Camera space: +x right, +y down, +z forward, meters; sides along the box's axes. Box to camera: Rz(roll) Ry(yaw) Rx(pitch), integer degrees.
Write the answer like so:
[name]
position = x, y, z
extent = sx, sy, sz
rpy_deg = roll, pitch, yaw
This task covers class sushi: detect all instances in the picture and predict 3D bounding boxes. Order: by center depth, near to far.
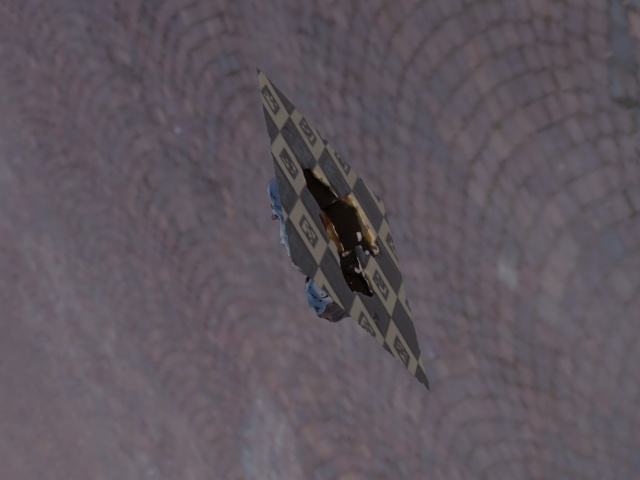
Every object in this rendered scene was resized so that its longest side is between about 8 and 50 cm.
[sushi]
position = 0.000, 0.000, 1.340
extent = 0.231, 0.047, 0.219
rpy_deg = 45, -155, -45
